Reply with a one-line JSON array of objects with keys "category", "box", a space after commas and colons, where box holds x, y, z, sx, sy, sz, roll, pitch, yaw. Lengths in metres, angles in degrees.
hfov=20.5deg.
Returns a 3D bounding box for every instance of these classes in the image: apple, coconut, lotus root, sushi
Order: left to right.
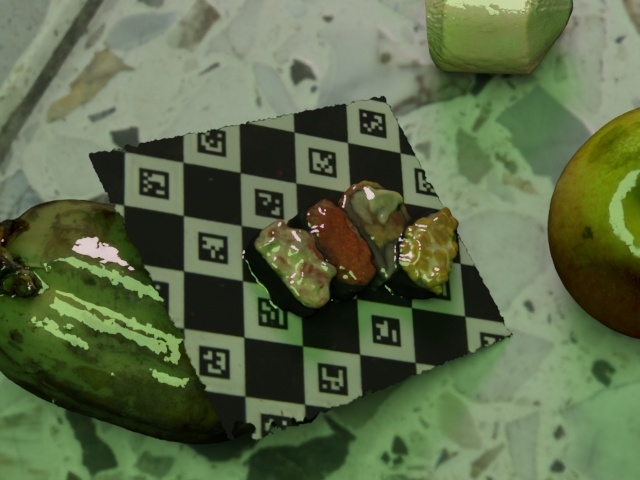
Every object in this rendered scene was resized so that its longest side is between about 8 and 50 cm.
[{"category": "lotus root", "box": [-0.140, 0.076, 1.428, 0.309, 0.173, 0.173, 23, 79, 4]}, {"category": "sushi", "box": [0.000, 0.000, 1.404, 0.290, 0.050, 0.264, -16, 70, -32]}, {"category": "coconut", "box": [0.151, -0.196, 1.485, 0.122, 0.116, 0.116, -2, 75, 8]}, {"category": "apple", "box": [0.275, -0.015, 1.386, 0.196, 0.196, 0.196, -2, 75, 7]}]
